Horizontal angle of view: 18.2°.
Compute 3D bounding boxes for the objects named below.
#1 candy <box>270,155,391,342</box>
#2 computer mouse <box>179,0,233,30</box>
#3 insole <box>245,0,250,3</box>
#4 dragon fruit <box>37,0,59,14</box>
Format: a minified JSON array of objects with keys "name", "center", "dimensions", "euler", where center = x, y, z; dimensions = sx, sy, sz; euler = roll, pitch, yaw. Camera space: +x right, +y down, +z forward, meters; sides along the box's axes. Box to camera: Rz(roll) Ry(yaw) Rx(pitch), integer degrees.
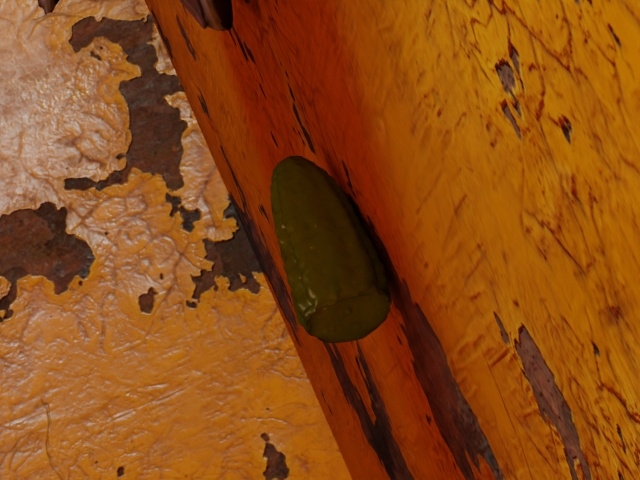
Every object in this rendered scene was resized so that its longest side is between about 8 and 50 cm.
[{"name":"candy","center":[0.000,0.000,1.923],"dimensions":[0.097,0.096,0.209],"euler":[76,174,-54]},{"name":"computer mouse","center":[-0.135,-0.295,2.088],"dimensions":[0.245,0.056,0.126],"euler":[-126,16,-65]},{"name":"insole","center":[-0.108,-0.312,2.090],"dimensions":[0.065,0.006,0.193],"euler":[74,170,-45]},{"name":"dragon fruit","center":[-0.278,-0.395,1.995],"dimensions":[0.296,0.295,0.302],"euler":[77,-177,-58]}]
